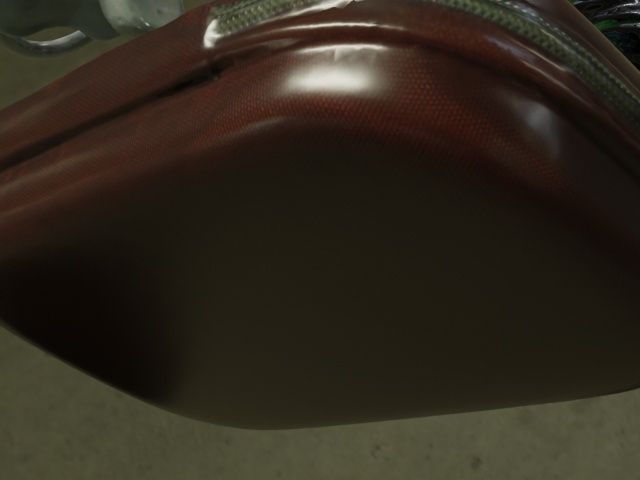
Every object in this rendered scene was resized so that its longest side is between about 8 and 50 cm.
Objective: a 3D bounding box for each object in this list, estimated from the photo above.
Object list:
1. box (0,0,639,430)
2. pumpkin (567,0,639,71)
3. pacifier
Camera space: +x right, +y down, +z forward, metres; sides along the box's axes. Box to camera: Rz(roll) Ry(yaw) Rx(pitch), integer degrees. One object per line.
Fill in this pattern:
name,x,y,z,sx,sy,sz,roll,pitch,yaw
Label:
box,-0.011,-0.002,0.580,0.404,0.263,0.108,-13,50,46
pumpkin,0.197,-0.056,0.927,0.248,0.248,0.248,-15,49,18
pacifier,-0.215,-0.259,1.235,0.207,0.279,0.227,38,117,27
